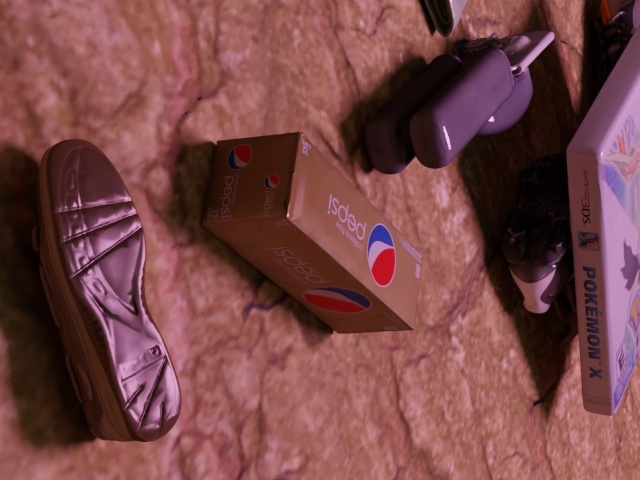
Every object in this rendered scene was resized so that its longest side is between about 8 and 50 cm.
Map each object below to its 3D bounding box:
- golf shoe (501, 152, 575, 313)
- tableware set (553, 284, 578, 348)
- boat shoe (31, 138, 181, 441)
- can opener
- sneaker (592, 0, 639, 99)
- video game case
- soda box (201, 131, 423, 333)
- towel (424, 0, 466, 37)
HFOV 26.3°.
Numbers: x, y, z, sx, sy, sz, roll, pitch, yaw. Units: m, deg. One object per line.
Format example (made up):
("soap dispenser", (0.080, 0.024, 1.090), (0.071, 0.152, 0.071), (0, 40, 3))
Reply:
("golf shoe", (0.218, -0.011, 1.284), (0.198, 0.077, 0.094), (-50, 140, -45))
("tableware set", (0.282, 0.028, 1.418), (0.194, 0.039, 0.128), (-28, 110, -60))
("boat shoe", (-0.114, 0.027, 0.679), (0.056, 0.048, 0.153), (-28, 103, -47))
("can opener", (0.123, -0.104, 1.106), (0.283, 0.076, 0.095), (-46, 125, -54))
("sneaker", (0.342, -0.204, 1.538), (0.108, 0.100, 0.272), (37, 53, -22))
("video game case", (0.311, -0.046, 1.334), (0.329, 0.036, 0.300), (-53, 142, -44))
("soda box", (0.000, 0.000, 0.867), (0.181, 0.061, 0.058), (41, 51, -52))
("towel", (0.119, -0.366, 1.185), (0.248, 0.038, 0.325), (66, 33, -32))
